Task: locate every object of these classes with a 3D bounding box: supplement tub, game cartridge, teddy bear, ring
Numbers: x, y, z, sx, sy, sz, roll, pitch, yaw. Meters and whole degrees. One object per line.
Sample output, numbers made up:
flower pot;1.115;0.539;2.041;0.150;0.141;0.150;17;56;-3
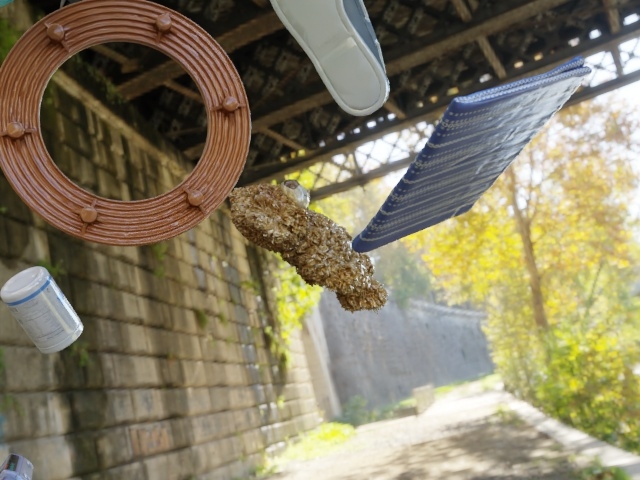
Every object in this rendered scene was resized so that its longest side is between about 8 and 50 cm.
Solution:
supplement tub;-0.388;0.097;1.034;0.071;0.107;0.071;-18;30;11
game cartridge;-0.585;0.490;1.274;0.068;0.230;0.355;32;-18;-13
teddy bear;0.000;0.000;1.263;0.113;0.338;0.245;-38;22;20
ring;-0.256;-0.160;0.977;0.336;0.337;0.032;-10;-3;-17

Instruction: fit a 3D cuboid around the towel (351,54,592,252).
towel;0.187;-0.106;0.994;0.243;0.040;0.336;-22;-21;-31

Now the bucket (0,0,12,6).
bucket;-0.382;-0.385;0.763;0.281;0.183;0.281;-50;0;-1

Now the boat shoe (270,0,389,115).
boat shoe;0.010;-0.338;1.108;0.116;0.319;0.099;-25;8;19

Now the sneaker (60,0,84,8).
sneaker;-0.485;-0.557;1.546;0.321;0.126;0.127;-60;-5;22
